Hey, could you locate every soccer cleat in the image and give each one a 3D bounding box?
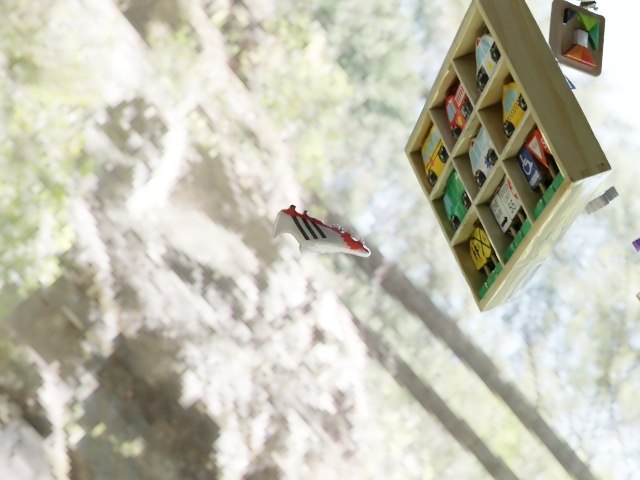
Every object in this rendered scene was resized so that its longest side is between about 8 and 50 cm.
[{"bbox_3d":[0.000,0.000,1.356,0.029,0.083,0.035,141,-26,-89],"label":"soccer cleat"}]

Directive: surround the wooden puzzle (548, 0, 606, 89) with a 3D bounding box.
[{"bbox_3d":[0.260,-0.206,1.660,0.014,0.079,0.116,-5,-97,53],"label":"wooden puzzle"}]

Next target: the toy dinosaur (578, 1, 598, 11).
[{"bbox_3d":[0.321,-0.343,1.943,0.064,0.118,0.268,-13,162,-20],"label":"toy dinosaur"}]

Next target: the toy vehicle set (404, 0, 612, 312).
[{"bbox_3d":[0.141,-0.065,1.318,0.035,0.166,0.267,-19,161,-17],"label":"toy vehicle set"}]

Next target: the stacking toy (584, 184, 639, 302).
[{"bbox_3d":[0.481,-0.024,2.219,0.221,0.167,0.052,-30,-177,36],"label":"stacking toy"}]
